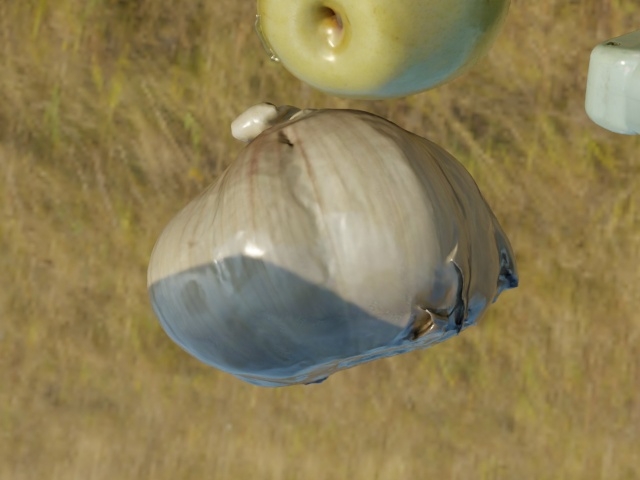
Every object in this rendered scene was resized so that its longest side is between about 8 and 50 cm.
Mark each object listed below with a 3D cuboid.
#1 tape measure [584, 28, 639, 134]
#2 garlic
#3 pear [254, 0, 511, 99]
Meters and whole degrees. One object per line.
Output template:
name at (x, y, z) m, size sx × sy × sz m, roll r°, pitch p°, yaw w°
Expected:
tape measure at (0.473, -0.209, 1.645) m, size 0.246 × 0.125 × 0.243 m, roll 22°, pitch -147°, yaw 40°
garlic at (0.003, 0.017, 1.136) m, size 0.322 × 0.241 × 0.322 m, roll 2°, pitch 153°, yaw 1°
pear at (0.076, -0.312, 1.555) m, size 0.309 × 0.309 × 0.309 m, roll 7°, pitch 165°, yaw 2°
